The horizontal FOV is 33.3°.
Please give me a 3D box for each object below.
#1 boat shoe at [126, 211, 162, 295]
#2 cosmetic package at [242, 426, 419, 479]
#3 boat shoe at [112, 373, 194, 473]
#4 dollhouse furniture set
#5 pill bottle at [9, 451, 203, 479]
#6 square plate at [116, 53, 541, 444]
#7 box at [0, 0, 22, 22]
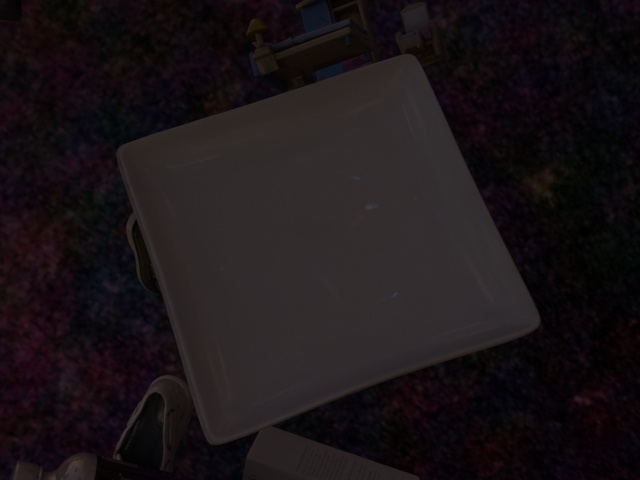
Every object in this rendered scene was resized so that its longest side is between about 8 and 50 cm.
[{"bbox_3d":[-0.302,0.036,2.018,0.068,0.228,0.081,22,57,26],"label":"boat shoe"},{"bbox_3d":[0.009,0.348,1.453,0.231,0.117,0.085,16,31,7],"label":"cosmetic package"},{"bbox_3d":[-0.263,0.330,1.548,0.098,0.096,0.277,16,96,14],"label":"boat shoe"},{"bbox_3d":[0.034,-0.406,1.943,0.286,0.303,0.198,-17,80,21],"label":"dollhouse furniture set"},{"bbox_3d":[-0.234,0.371,1.329,0.181,0.323,0.182,-163,90,-75],"label":"pill bottle"},{"bbox_3d":[0.000,0.000,1.108,0.347,0.049,0.344,-19,67,-7],"label":"square plate"},{"bbox_3d":[-0.347,-0.354,0.716,0.097,0.318,0.395,7,100,33],"label":"box"}]
